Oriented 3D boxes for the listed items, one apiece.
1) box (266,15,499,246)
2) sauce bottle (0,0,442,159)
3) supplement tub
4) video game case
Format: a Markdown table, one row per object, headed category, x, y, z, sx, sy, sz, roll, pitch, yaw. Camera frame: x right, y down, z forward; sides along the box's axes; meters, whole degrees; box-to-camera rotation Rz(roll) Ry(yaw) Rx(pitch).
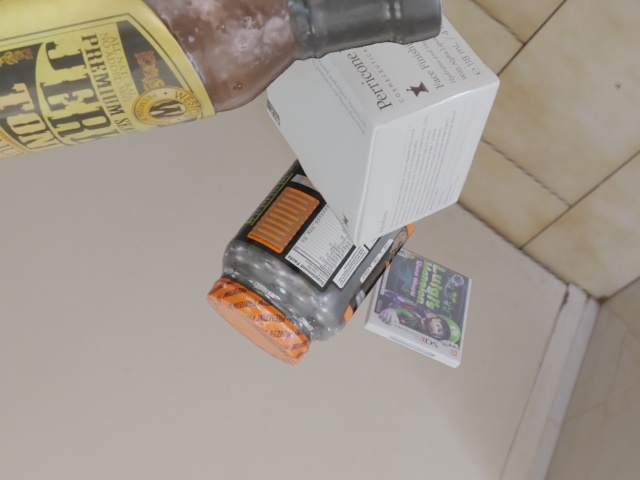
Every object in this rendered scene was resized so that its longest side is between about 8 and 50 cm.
| category | x | y | z | sx | sy | sz | roll | pitch | yaw |
| --- | --- | --- | --- | --- | --- | --- | --- | --- | --- |
| box | 0.043 | -0.126 | 0.746 | 0.181 | 0.119 | 0.182 | 58 | 162 | 25 |
| sauce bottle | -0.108 | -0.115 | 0.463 | 0.345 | 0.111 | 0.111 | -12 | 127 | 3 |
| supplement tub | 0.000 | 0.000 | 1.225 | 0.207 | 0.338 | 0.207 | 34 | 163 | 12 |
| video game case | 0.171 | 0.105 | 1.435 | 0.173 | 0.190 | 0.022 | 25 | 138 | -8 |
